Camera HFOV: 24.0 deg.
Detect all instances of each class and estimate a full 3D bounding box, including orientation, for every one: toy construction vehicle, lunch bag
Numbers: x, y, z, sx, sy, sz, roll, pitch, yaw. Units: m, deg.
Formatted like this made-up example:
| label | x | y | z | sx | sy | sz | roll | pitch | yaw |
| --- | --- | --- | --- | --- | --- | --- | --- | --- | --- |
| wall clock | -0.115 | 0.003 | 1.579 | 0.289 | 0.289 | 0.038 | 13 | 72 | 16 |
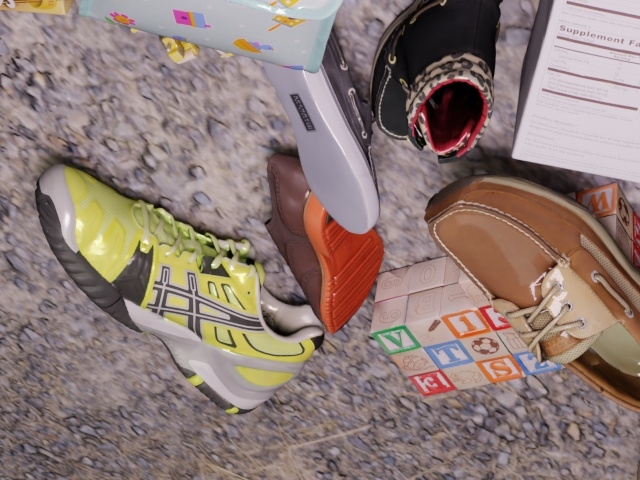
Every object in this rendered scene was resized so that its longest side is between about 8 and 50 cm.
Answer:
| label | x | y | z | sx | sy | sz | roll | pitch | yaw |
| --- | --- | --- | --- | --- | --- | --- | --- | --- | --- |
| toy construction vehicle | -0.135 | -0.201 | 1.411 | 0.086 | 0.035 | 0.098 | -13 | 134 | 26 |
| lunch bag | -0.076 | -0.256 | 1.193 | 0.223 | 0.160 | 0.262 | 14 | 163 | -6 |

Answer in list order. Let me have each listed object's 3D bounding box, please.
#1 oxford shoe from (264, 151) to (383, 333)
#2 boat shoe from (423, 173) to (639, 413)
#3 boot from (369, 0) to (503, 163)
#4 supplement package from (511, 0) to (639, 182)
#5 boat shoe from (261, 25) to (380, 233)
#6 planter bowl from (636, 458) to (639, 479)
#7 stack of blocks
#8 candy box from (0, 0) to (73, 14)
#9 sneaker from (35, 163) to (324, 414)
| label | x | y | z | sx | sy | sz | roll | pitch | yaw |
| --- | --- | --- | --- | --- | --- | --- | --- | --- | --- |
| oxford shoe | 0.000 | 0.000 | 1.594 | 0.098 | 0.097 | 0.271 | 31 | 152 | 25 |
| boat shoe | 0.236 | 0.057 | 1.424 | 0.324 | 0.120 | 0.122 | 32 | 135 | -23 |
| boot | 0.094 | -0.130 | 1.330 | 0.085 | 0.178 | 0.236 | 19 | 139 | -10 |
| supplement package | 0.253 | -0.185 | 1.262 | 0.134 | 0.139 | 0.244 | 11 | 140 | 2 |
| boat shoe | 0.014 | -0.117 | 1.411 | 0.080 | 0.076 | 0.228 | 2 | 124 | 53 |
| planter bowl | 0.441 | 0.284 | 1.767 | 0.162 | 0.162 | 0.109 | 13 | 166 | -3 |
| stack of blocks | 0.205 | 0.059 | 1.595 | 0.297 | 0.087 | 0.171 | -15 | 133 | 28 |
| candy box | -0.321 | -0.267 | 1.364 | 0.187 | 0.053 | 0.109 | 5 | 139 | 6 |
| sneaker | -0.150 | 0.030 | 1.631 | 0.147 | 0.145 | 0.385 | -36 | 127 | 16 |
